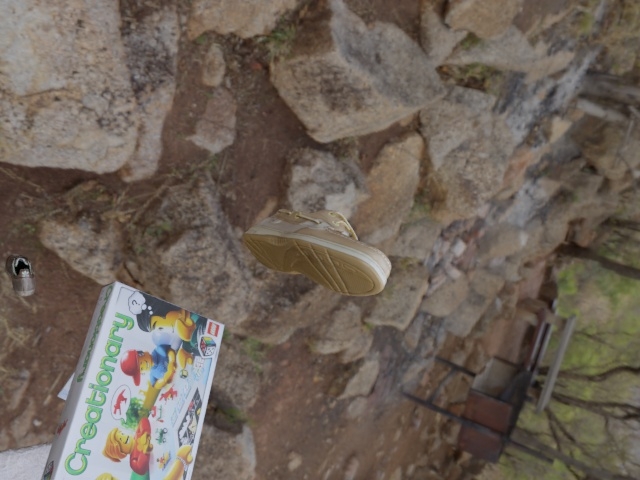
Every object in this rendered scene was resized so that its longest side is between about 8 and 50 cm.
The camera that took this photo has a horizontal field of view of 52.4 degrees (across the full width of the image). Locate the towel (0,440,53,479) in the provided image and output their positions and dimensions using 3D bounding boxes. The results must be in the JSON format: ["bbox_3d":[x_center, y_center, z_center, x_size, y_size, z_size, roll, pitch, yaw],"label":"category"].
[{"bbox_3d":[-0.606,0.494,1.242,0.282,0.049,0.187,3,77,-48],"label":"towel"}]

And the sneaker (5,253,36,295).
[{"bbox_3d":[-0.739,0.065,1.614,0.066,0.188,0.071,-3,117,-34],"label":"sneaker"}]

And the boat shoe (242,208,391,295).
[{"bbox_3d":[0.000,0.000,0.558,0.059,0.170,0.063,-47,127,-24],"label":"boat shoe"}]

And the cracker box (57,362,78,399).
[{"bbox_3d":[-0.628,0.392,1.876,0.232,0.156,0.067,-49,-161,21],"label":"cracker box"}]

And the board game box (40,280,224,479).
[{"bbox_3d":[-0.256,0.233,0.919,0.193,0.053,0.305,28,58,-34],"label":"board game box"}]
